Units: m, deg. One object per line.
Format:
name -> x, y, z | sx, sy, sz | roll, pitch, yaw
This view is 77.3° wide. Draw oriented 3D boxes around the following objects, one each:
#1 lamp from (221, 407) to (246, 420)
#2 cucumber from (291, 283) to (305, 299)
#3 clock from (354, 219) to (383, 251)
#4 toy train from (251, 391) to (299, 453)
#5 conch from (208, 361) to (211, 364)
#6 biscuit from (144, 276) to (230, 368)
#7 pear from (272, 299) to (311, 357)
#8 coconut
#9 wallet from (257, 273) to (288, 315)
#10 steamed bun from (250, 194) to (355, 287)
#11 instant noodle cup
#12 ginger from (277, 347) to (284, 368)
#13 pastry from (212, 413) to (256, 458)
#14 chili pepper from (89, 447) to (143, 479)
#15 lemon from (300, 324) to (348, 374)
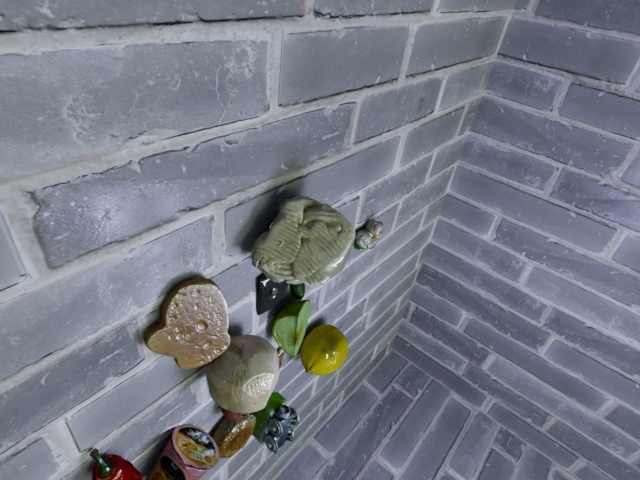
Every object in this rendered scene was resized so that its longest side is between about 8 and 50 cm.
lamp -> -0.382, 0.774, 1.905 | 0.182, 0.140, 0.182 | -34, 141, -33
cucumber -> -0.104, 0.217, 1.884 | 0.069, 0.069, 0.227 | -42, 151, -29
clock -> 0.268, -0.028, 2.212 | 0.231, 0.103, 0.144 | -44, 158, -23
toy train -> -0.260, 0.995, 2.206 | 0.173, 0.249, 0.307 | -16, 130, -49
conch -> -0.410, 0.356, 1.504 | 0.080, 0.086, 0.232 | -5, 118, -28
biscuit -> -0.445, 0.292, 1.354 | 0.287, 0.057, 0.343 | -22, 123, -32
pear -> -0.129, 0.380, 1.946 | 0.239, 0.139, 0.288 | -48, 150, -52
coconut -> -0.306, 0.517, 1.607 | 0.297, 0.297, 0.254 | -22, 134, -49
wallet -> -0.205, 0.218, 1.742 | 0.169, 0.052, 0.245 | -30, 144, -37
steamed bun -> -0.073, 0.006, 1.521 | 0.237, 0.394, 0.346 | -161, -122, -86
instant noodle cup -> -0.591, 0.949, 1.670 | 0.255, 0.244, 0.244 | -53, 153, 3
ginger -> -0.221, 0.621, 2.123 | 0.058, 0.044, 0.137 | 5, 110, -28
pastry -> -0.445, 0.970, 2.023 | 0.257, 0.121, 0.235 | -39, 143, -30
chili pepper -> -0.728, 0.852, 1.444 | 0.110, 0.110, 0.387 | -42, 148, -30
lemon -> 0.016, 0.628, 2.291 | 0.322, 0.268, 0.268 | -30, 141, -43
